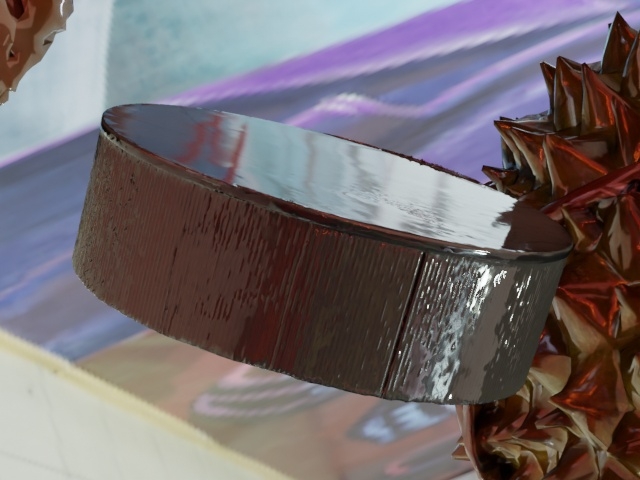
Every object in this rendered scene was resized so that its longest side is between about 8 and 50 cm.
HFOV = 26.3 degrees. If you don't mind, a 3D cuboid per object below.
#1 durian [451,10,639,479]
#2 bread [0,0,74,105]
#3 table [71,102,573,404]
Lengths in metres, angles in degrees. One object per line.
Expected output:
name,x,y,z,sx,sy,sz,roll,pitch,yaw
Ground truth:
durian,0.217,0.034,0.540,0.384,0.347,0.348,-19,86,-56
bread,-0.214,-0.223,0.526,0.279,0.248,0.315,63,36,-60
table,0.000,0.000,0.383,0.133,0.133,0.043,-74,179,-78
